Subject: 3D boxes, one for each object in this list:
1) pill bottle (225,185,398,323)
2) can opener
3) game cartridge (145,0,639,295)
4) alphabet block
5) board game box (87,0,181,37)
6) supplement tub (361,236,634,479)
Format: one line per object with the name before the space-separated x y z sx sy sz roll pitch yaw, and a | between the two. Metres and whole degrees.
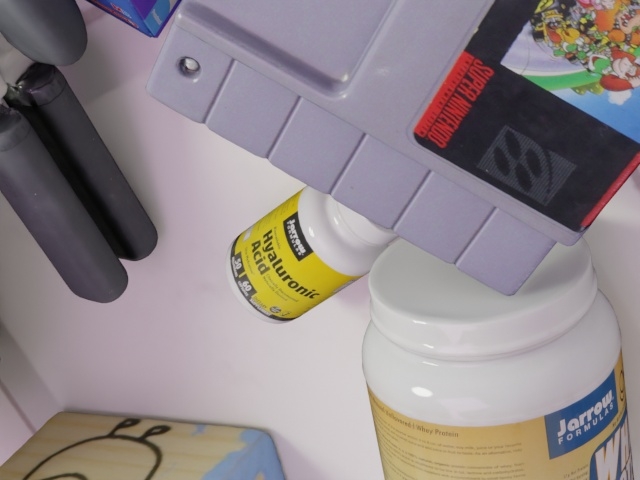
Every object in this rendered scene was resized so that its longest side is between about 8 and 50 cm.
pill bottle | 0.000 0.000 0.916 0.065 0.065 0.116 50 131 -6
can opener | -0.160 -0.067 0.906 0.095 0.076 0.283 11 145 34
game cartridge | 0.078 -0.137 0.664 0.230 0.068 0.355 32 135 1
alphabet block | -0.136 0.254 1.084 0.197 0.192 0.193 0 117 30
board game box | -0.231 -0.256 0.794 0.347 0.078 0.233 31 173 11
supplement tub | 0.102 0.099 0.864 0.144 0.144 0.200 5 122 29
